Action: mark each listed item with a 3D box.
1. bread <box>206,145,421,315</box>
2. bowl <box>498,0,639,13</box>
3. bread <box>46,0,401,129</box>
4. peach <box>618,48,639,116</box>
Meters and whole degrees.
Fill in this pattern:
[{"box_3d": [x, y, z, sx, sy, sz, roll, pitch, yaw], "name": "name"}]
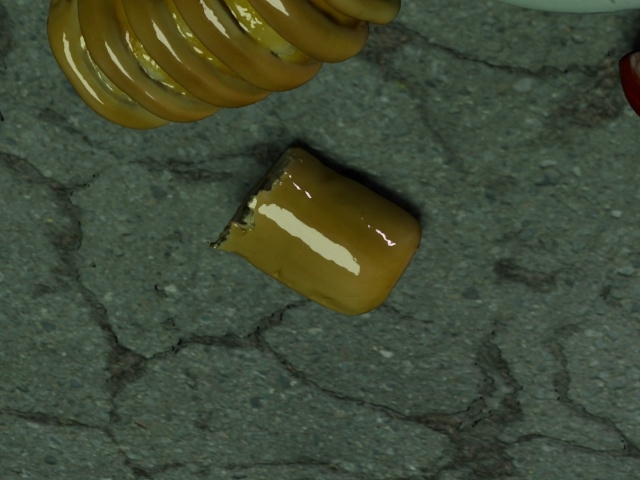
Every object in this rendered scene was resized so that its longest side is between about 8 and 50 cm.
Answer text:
[{"box_3d": [0.000, 0.001, 1.802, 0.173, 0.085, 0.134, 29, 139, -12], "name": "bread"}, {"box_3d": [0.132, -0.289, 1.267, 0.435, 0.196, 0.434, 21, 137, 20], "name": "bowl"}, {"box_3d": [-0.091, -0.179, 1.607, 0.311, 0.121, 0.173, -21, 127, 38], "name": "bread"}, {"box_3d": [0.352, -0.083, 1.516, 0.279, 0.068, 0.189, 14, 174, 41], "name": "peach"}]
